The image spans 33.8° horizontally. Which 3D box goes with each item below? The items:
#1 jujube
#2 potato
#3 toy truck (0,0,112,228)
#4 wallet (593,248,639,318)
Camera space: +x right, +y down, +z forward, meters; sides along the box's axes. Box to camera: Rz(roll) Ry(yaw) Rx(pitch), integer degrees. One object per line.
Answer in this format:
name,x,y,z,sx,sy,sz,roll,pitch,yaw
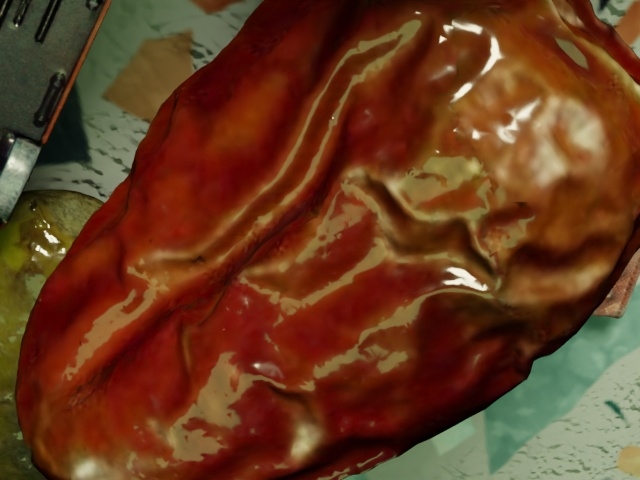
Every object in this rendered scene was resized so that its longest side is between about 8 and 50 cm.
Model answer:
jujube,0.000,0.000,0.505,0.342,0.216,0.216,-43,116,6
potato,-0.155,0.082,0.630,0.149,0.113,0.251,-5,123,-7
toy truck,-0.151,-0.128,0.494,0.107,0.114,0.253,25,120,-16
wallet,0.106,-0.005,0.641,0.196,0.020,0.103,7,122,-7
